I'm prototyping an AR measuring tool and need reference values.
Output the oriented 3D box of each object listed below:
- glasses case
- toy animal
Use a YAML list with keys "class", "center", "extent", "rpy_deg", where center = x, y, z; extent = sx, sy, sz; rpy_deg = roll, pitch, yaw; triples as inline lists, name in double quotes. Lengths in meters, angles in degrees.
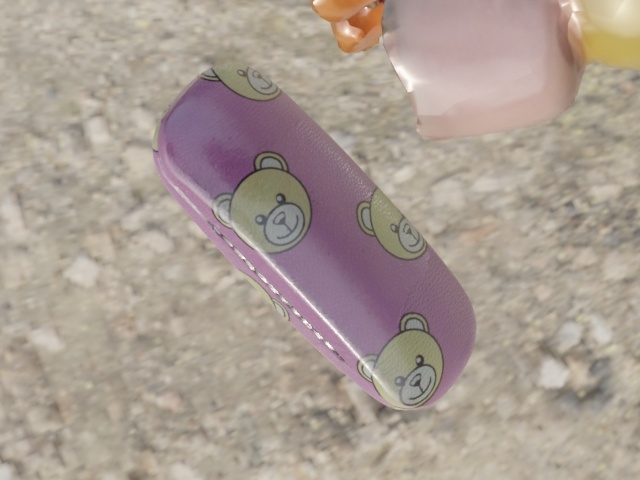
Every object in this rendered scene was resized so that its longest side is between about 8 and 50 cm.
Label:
- class: "glasses case"
  center: [0.000, 0.000, 1.332]
  extent: [0.316, 0.123, 0.076]
  rpy_deg: [47, 148, -15]
- class: "toy animal"
  center: [0.139, -0.159, 1.006]
  extent: [0.281, 0.195, 0.169]
  rpy_deg: [-21, 81, 5]
